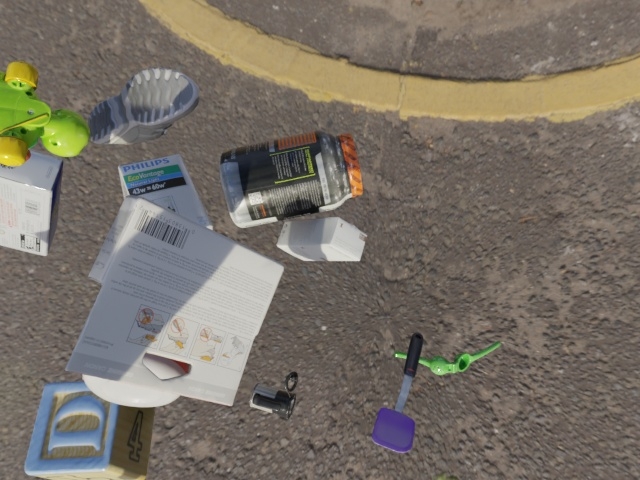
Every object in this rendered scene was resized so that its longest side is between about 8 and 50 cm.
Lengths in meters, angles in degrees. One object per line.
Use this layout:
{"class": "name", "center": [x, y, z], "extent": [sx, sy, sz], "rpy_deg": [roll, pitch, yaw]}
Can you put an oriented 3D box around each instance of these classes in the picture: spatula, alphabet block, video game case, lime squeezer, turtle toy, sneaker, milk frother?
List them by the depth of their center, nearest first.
{"class": "turtle toy", "center": [-0.275, -0.105, 0.456], "extent": [0.130, 0.066, 0.095], "rpy_deg": [6, 76, -18]}
{"class": "video game case", "center": [-0.516, -0.077, 0.748], "extent": [0.244, 0.269, 0.061], "rpy_deg": [17, 62, -23]}
{"class": "sneaker", "center": [-0.331, -0.258, 1.013], "extent": [0.281, 0.115, 0.105], "rpy_deg": [-8, 86, 33]}
{"class": "spatula", "center": [0.185, 0.316, 1.113], "extent": [0.084, 0.030, 0.296], "rpy_deg": [21, 50, 6]}
{"class": "alphabet block", "center": [-0.511, 0.440, 1.174], "extent": [0.192, 0.197, 0.193], "rpy_deg": [-3, 59, 5]}
{"class": "lime squeezer", "center": [0.375, 0.343, 1.478], "extent": [0.310, 0.110, 0.059], "rpy_deg": [-7, 95, 4]}
{"class": "milk frother", "center": [-0.149, 0.493, 1.694], "extent": [0.134, 0.129, 0.143], "rpy_deg": [13, 66, 12]}

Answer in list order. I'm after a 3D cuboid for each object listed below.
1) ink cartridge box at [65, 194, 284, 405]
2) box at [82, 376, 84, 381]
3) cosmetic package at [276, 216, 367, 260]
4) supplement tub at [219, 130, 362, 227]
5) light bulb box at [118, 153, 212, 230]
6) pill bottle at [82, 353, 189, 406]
{"class": "ink cartridge box", "center": [-0.223, 0.106, 0.829], "extent": [0.066, 0.296, 0.261], "rpy_deg": [9, 74, 48]}
{"class": "box", "center": [-0.728, 0.449, 1.837], "extent": [0.293, 0.057, 0.201], "rpy_deg": [-10, 81, 25]}
{"class": "cosmetic package", "center": [0.000, 0.000, 1.394], "extent": [0.231, 0.117, 0.085], "rpy_deg": [-1, 66, 51]}
{"class": "supplement tub", "center": [-0.072, -0.162, 1.323], "extent": [0.338, 0.207, 0.207], "rpy_deg": [-11, 80, 1]}
{"class": "light bulb box", "center": [-0.553, -0.051, 1.858], "extent": [0.225, 0.358, 0.361], "rpy_deg": [-16, 59, -23]}
{"class": "pill bottle", "center": [-0.331, 0.145, 1.013], "extent": [0.181, 0.181, 0.323], "rpy_deg": [-6, 48, 6]}
